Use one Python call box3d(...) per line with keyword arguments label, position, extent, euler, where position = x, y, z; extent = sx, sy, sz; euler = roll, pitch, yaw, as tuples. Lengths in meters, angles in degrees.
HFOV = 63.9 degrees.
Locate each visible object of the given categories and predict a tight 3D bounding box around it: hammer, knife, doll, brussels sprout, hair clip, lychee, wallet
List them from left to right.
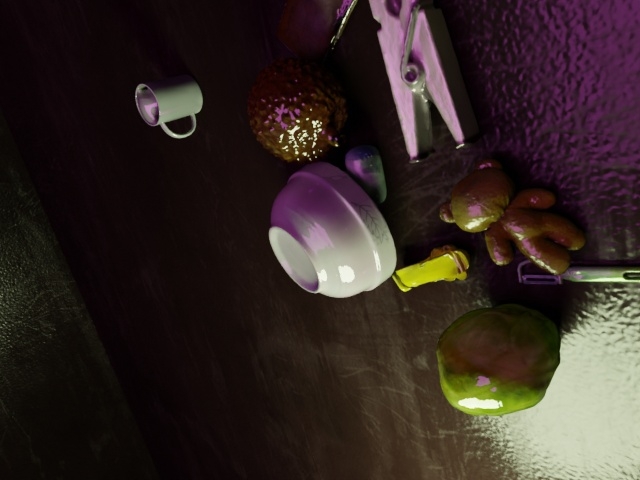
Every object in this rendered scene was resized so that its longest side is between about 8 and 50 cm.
box3d(label="lychee", position=(-0.039, -0.232, 0.944), extent=(0.238, 0.200, 0.200), euler=(46, 140, 34))
box3d(label="wallet", position=(0.002, -0.430, 0.902), extent=(0.137, 0.031, 0.255), euler=(45, 139, 11))
box3d(label="hammer", position=(0.044, -0.130, 1.019), extent=(0.194, 0.069, 0.116), euler=(11, 122, 47))
box3d(label="hair clip", position=(0.149, -0.293, 0.794), extent=(0.101, 0.085, 0.331), euler=(-8, 106, 45))
box3d(label="hair clip", position=(0.215, 0.055, 0.970), extent=(0.072, 0.046, 0.173), euler=(56, 141, -1))
box3d(label="brussels sprout", position=(0.294, 0.194, 0.846), extent=(0.161, 0.223, 0.223), euler=(54, 140, -1))
box3d(label="doll", position=(0.302, -0.030, 0.806), extent=(0.209, 0.097, 0.137), euler=(39, 98, 12))
box3d(label="knife", position=(0.408, 0.044, 0.795), extent=(0.212, 0.015, 0.054), euler=(-2, 104, 46))

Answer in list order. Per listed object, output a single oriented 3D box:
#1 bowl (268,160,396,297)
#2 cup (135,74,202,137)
box3d(label="bowl", position=(0.000, 0.000, 1.021), extent=(0.287, 0.143, 0.287), euler=(42, 153, 27))
box3d(label="cup", position=(-0.366, -0.326, 1.256), extent=(0.099, 0.133, 0.136), euler=(21, 127, 34))
